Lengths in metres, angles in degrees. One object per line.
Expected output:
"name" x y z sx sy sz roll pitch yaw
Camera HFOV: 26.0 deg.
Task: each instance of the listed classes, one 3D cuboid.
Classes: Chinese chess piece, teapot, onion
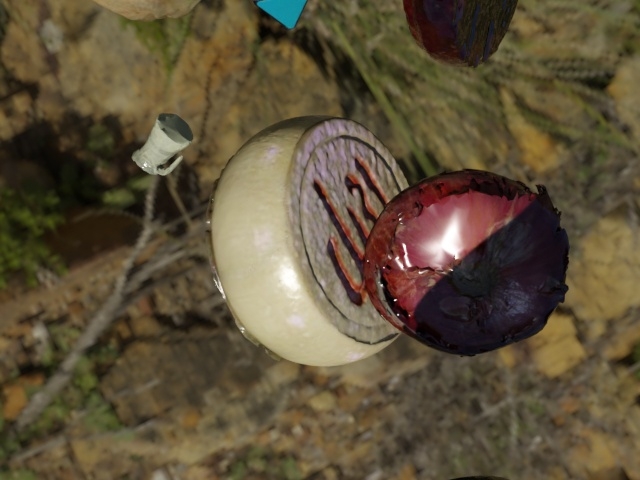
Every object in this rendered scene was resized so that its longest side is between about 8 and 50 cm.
"Chinese chess piece" 0.000 0.000 1.487 0.112 0.270 0.270 -12 175 36
"teapot" -0.213 -0.122 1.855 0.083 0.067 0.057 -44 158 31
"onion" 0.127 0.008 1.221 0.183 0.147 0.184 -2 125 -3

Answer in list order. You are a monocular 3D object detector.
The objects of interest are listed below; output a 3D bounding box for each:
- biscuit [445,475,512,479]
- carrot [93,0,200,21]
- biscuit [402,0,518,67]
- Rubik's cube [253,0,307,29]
"biscuit" 0.092 0.253 0.953 0.335 0.078 0.329 -16 144 18
"carrot" -0.094 -0.309 1.029 0.138 0.138 0.302 7 114 -61
"biscuit" 0.194 -0.421 1.741 0.407 0.091 0.408 13 90 -71
"Rubik's cube" -0.069 -0.451 1.878 0.284 0.234 0.250 -14 145 7
